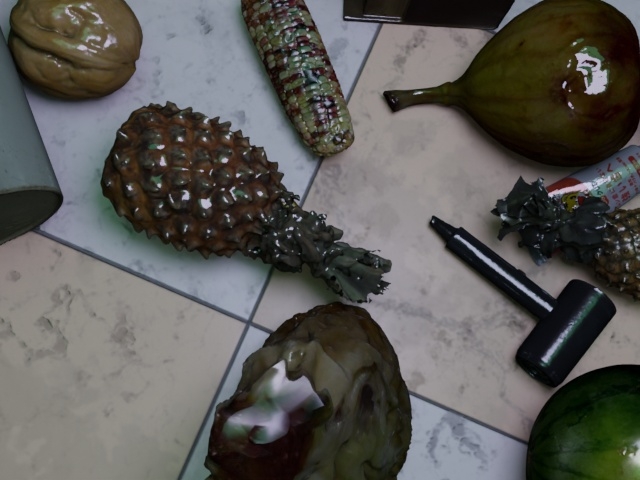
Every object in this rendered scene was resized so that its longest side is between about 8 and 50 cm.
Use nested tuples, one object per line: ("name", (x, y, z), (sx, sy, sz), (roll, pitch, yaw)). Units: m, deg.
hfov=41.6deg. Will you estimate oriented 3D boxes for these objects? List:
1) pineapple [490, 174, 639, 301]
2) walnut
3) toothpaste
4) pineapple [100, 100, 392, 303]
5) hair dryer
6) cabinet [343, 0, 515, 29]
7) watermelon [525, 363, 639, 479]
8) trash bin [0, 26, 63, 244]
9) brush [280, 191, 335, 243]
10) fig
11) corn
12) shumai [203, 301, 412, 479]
("pineapple", (0.330, -0.003, 1.036), (0.251, 0.125, 0.125), (20, 77, -13))
("walnut", (-0.301, -0.250, 1.038), (0.166, 0.149, 0.167), (2, 109, 7))
("toothpaste", (0.360, -0.063, 1.102), (0.234, 0.057, 0.089), (-31, 90, -2))
("pineapple", (-0.078, -0.034, 1.000), (0.361, 0.175, 0.175), (25, 77, -4))
("hair dryer", (0.230, 0.063, 1.063), (0.255, 0.070, 0.128), (37, 78, 11))
("cabinet", (0.144, -0.382, 1.084), (0.215, 0.175, 0.148), (1, 78, -4))
("watermelon", (0.352, 0.259, 0.937), (0.242, 0.242, 0.242), (1, 78, -5))
("trash bin", (-0.485, -0.197, 0.943), (0.280, 0.280, 0.432), (-23, 84, -9))
("brush", (0.000, 0.000, 1.072), (0.043, 0.014, 0.170), (-40, 83, -13))
("fig", (0.237, -0.202, 1.067), (0.320, 0.217, 0.217), (2, 77, 18))
("corn", (-0.027, -0.222, 1.082), (0.086, 0.086, 0.253), (-23, 83, -9))
("shumai", (-0.002, 0.220, 0.889), (0.217, 0.283, 0.346), (19, 75, 1))
